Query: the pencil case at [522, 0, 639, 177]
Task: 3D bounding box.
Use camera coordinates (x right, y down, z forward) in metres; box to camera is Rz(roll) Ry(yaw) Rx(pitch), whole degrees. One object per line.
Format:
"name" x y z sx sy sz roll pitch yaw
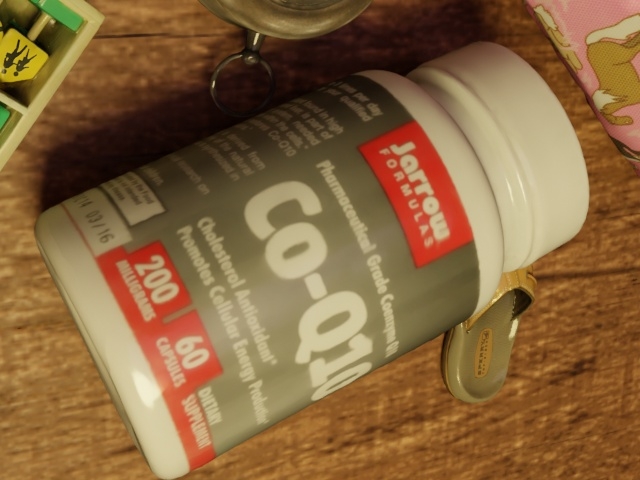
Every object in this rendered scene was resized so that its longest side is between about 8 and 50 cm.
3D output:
"pencil case" 0.204 -0.172 0.614 0.160 0.167 0.386 -33 124 20

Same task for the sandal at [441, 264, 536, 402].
"sandal" 0.124 0.040 0.711 0.072 0.049 0.180 -9 111 -24

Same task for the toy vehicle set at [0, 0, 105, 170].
"toy vehicle set" -0.245 -0.108 0.443 0.267 0.035 0.166 33 91 -46

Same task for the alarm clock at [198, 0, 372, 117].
"alarm clock" -0.022 -0.161 0.562 0.129 0.064 0.192 9 107 -29

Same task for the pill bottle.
"pill bottle" 0.000 0.000 0.569 0.283 0.161 0.161 -27 117 -16
